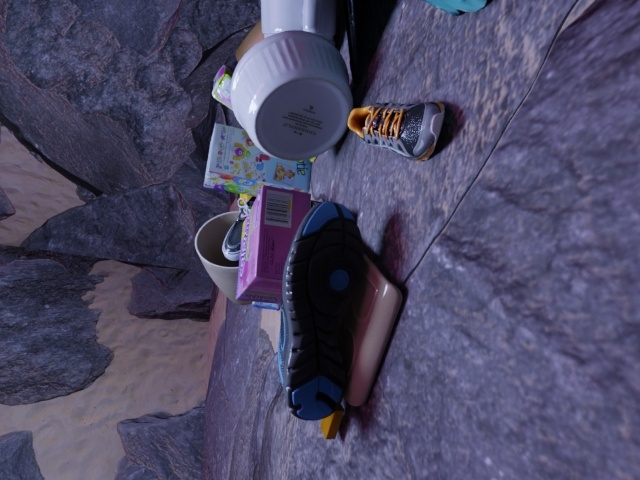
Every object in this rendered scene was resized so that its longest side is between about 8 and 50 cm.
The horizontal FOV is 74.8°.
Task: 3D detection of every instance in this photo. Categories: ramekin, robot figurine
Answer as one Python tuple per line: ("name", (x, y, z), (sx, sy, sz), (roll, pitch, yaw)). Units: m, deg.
("ramekin", (-0.052, -0.295, 0.912), (0.273, 0.272, 0.127), (-62, 37, 43))
("robot figurine", (-0.056, -0.604, 1.099), (0.300, 0.199, 0.354), (-120, 29, -62))

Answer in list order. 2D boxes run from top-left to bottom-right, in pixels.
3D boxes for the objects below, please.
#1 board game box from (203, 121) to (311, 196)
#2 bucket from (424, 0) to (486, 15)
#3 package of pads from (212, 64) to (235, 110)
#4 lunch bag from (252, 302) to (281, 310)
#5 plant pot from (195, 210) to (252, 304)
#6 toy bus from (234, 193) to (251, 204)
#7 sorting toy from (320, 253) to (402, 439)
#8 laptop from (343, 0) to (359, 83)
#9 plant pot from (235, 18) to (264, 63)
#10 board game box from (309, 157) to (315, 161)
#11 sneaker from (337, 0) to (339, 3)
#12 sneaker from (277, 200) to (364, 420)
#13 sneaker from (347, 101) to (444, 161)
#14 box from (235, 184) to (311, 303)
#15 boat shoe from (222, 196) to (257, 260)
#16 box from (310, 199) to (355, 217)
("board game box", (-0.178, -0.211, 1.195), (0.142, 0.275, 0.144), (151, 127, -67))
("bucket", (0.143, -0.441, 0.507), (0.281, 0.183, 0.281), (-170, 90, -72))
("package of pads", (-0.254, -0.515, 1.557), (0.101, 0.296, 0.229), (-51, 28, 18))
("lunch bag", (-0.148, 0.128, 1.236), (0.151, 0.096, 0.129), (-82, 2, -88))
("plant pot", (-0.268, 0.087, 1.412), (0.256, 0.256, 0.274), (-99, 8, -45))
("toy bus", (-0.240, -0.238, 1.540), (0.211, 0.149, 0.220), (-155, 57, -70))
("sorting toy", (0.042, 0.168, 0.730), (0.229, 0.041, 0.307), (-130, 52, -61))
("laptop", (0.151, -0.617, 0.840), (0.408, 0.236, 0.382), (76, -169, -57))
("plant pot", (-0.123, -0.671, 1.399), (0.254, 0.237, 0.237), (-46, 36, 40))
("board game box", (-0.071, -0.344, 1.125), (0.259, 0.039, 0.124), (56, 151, 5))
("sneaker", (-0.006, -0.715, 1.195), (0.222, 0.118, 0.083), (125, 149, -52))
("sneaker", (-0.021, 0.104, 0.688), (0.139, 0.125, 0.341), (-169, 88, -69))
("sneaker", (0.108, -0.170, 0.631), (0.215, 0.083, 0.084), (-146, 69, -69))
("box", (-0.118, 0.021, 1.005), (0.243, 0.117, 0.214), (136, 139, -63))
("boat shoe", (-0.201, -0.079, 1.282), (0.306, 0.113, 0.105), (-51, -27, -23))
("box", (0.000, 0.000, 0.921), (0.233, 0.044, 0.159), (-148, 68, -70))
